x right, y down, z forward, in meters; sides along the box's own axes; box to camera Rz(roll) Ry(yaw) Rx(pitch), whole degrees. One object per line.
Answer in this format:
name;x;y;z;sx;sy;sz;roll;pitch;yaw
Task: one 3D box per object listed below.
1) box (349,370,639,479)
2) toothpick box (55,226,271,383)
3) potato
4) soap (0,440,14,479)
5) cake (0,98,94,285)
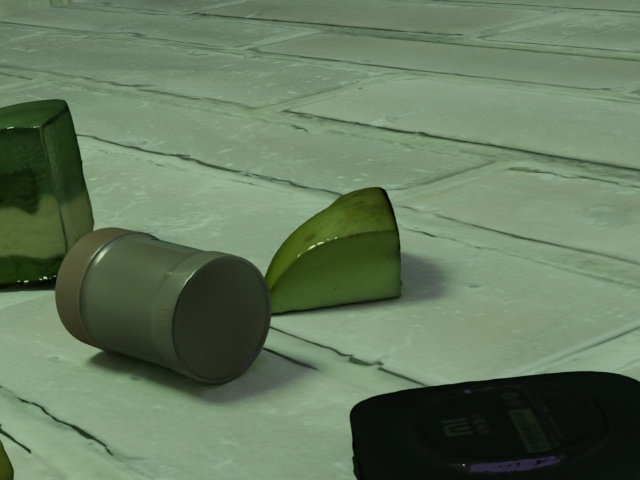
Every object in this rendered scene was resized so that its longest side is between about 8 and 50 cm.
box;0.119;0.124;0.887;0.201;0.042;0.212;-9;16;-1
toothpick box;-0.122;0.047;1.134;0.098;0.098;0.149;-21;22;-40
potato;0.000;0.000;1.279;0.120;0.081;0.149;-6;17;-6
soap;-0.414;0.141;0.827;0.427;0.115;0.306;2;13;-42
cake;-0.353;-0.041;1.438;0.283;0.158;0.172;-6;16;13
